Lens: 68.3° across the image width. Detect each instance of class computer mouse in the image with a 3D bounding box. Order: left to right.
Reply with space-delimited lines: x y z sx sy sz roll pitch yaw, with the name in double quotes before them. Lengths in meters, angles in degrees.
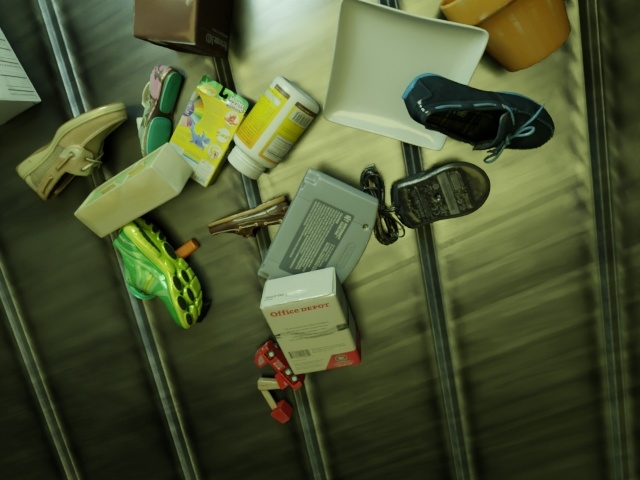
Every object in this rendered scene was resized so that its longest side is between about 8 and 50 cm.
"computer mouse" 0.236 -0.105 1.050 0.273 0.072 0.188 -12 104 24

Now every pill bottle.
"pill bottle" -0.109 -0.242 1.036 0.117 0.117 0.215 40 106 -3

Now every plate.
"plate" 0.157 -0.332 0.957 0.278 0.045 0.277 16 141 4

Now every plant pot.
"plant pot" 0.363 -0.433 0.888 0.205 0.205 0.188 -38 112 15

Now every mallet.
"mallet" -0.381 0.157 1.209 0.190 0.039 0.062 17 105 -3

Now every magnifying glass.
"magnifying glass" -0.403 0.071 1.207 0.231 0.026 0.092 -36 97 14

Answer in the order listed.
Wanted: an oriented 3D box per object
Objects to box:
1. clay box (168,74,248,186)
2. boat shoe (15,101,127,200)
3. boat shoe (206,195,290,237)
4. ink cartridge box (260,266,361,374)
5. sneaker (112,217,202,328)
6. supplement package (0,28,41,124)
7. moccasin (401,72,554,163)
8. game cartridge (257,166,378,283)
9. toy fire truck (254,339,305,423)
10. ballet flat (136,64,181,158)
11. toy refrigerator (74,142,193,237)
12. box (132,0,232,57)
"clay box" -0.260 -0.251 1.089 0.128 0.053 0.221 33 106 -1
"boat shoe" -0.568 -0.210 1.119 0.341 0.121 0.110 -27 103 24
"boat shoe" -0.167 -0.041 1.118 0.207 0.073 0.073 -17 99 12
"ink cartridge box" -0.016 0.191 1.100 0.172 0.100 0.237 -13 125 11
"sneaker" -0.396 0.087 1.155 0.124 0.109 0.295 -31 92 26
"supplement package" -0.801 -0.406 1.088 0.139 0.134 0.243 -24 99 14
"moccasin" 0.315 -0.218 0.923 0.343 0.116 0.137 5 140 -18
"game cartridge" 0.000 0.000 1.080 0.198 0.062 0.297 23 117 -13
"toy fire truck" -0.116 0.367 1.228 0.135 0.047 0.192 -41 94 17
"ballet flat" -0.384 -0.296 1.093 0.079 0.077 0.221 22 102 22
"toy refrigerator" -0.433 -0.114 1.083 0.270 0.102 0.094 -22 125 26
"box" -0.258 -0.579 0.935 0.143 0.191 0.380 12 106 5
